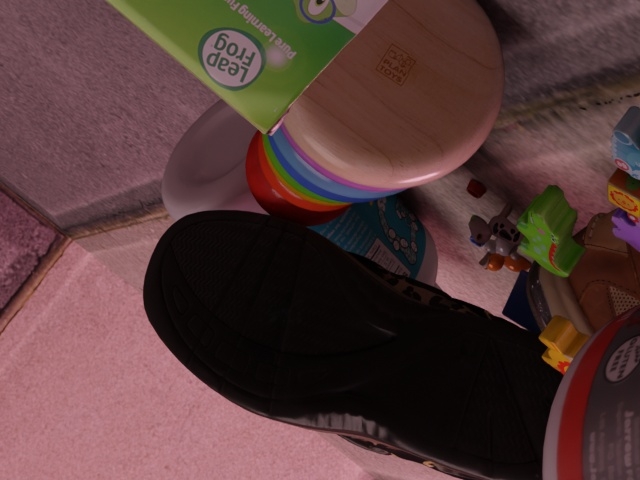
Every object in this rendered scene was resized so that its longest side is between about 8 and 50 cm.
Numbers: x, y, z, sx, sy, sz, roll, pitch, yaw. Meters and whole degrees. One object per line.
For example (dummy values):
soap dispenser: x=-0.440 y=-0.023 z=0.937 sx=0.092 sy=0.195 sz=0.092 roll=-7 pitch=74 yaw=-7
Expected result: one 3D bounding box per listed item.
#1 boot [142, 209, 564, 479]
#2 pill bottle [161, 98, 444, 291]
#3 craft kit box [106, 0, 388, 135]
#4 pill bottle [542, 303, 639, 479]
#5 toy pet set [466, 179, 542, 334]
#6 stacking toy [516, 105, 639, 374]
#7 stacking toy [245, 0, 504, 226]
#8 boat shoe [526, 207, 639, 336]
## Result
boot: x=0.074 y=0.102 z=1.307 sx=0.377 sy=0.138 sz=0.284 roll=17 pitch=174 yaw=28
pill bottle: x=0.000 y=0.000 z=1.441 sx=0.264 sy=0.146 sz=0.146 roll=46 pitch=164 yaw=-34
craft kit box: x=-0.031 y=-0.199 z=0.554 sx=0.250 sy=0.246 sz=0.061 roll=40 pitch=-154 yaw=-11
pill bottle: x=0.281 y=0.083 z=0.728 sx=0.210 sy=0.210 sz=0.363 roll=40 pitch=145 yaw=-16
toy pet set: x=0.146 y=0.026 z=1.341 sx=0.114 sy=0.065 sz=0.122 roll=32 pitch=166 yaw=18
stacking toy: x=0.173 y=-0.024 z=0.884 sx=0.052 sy=0.167 sz=0.221 roll=32 pitch=165 yaw=23
stacking toy: x=0.016 y=-0.073 z=1.160 sx=0.141 sy=0.141 sz=0.330 roll=37 pitch=166 yaw=-1
boat shoe: x=0.253 y=0.113 z=1.062 sx=0.122 sy=0.120 sz=0.324 roll=-9 pitch=-118 yaw=-55
